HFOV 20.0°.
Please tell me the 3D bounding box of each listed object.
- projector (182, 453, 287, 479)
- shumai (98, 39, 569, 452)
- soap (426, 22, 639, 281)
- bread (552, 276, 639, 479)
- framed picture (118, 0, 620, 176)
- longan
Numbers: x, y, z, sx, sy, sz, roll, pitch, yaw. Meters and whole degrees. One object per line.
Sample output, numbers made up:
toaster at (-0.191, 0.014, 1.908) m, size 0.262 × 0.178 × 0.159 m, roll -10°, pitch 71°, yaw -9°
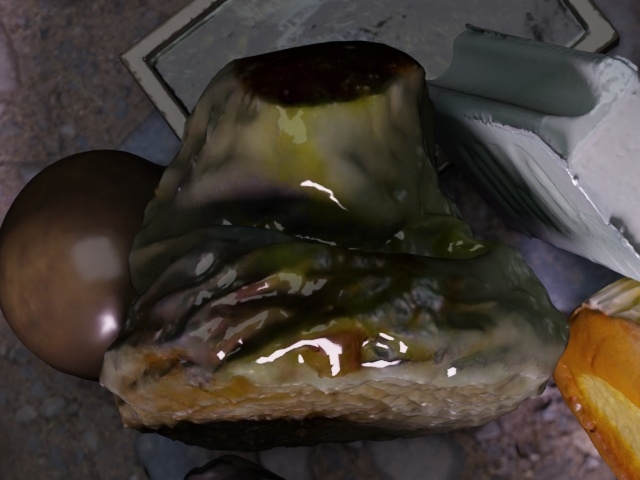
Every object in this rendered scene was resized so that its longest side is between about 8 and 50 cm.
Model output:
projector at (-0.077, 0.406, 1.182) m, size 0.395 × 0.242 × 0.405 m, roll -37°, pitch 67°, yaw 4°
shumai at (0.000, 0.000, 1.253) m, size 0.309 × 0.304 × 0.263 m, roll 2°, pitch 76°, yaw -17°
soap at (0.167, -0.059, 1.241) m, size 0.150 × 0.261 × 0.094 m, roll 43°, pitch 86°, yaw -20°
bread at (0.279, 0.145, 1.211) m, size 0.119 × 0.152 × 0.288 m, roll -31°, pitch 67°, yaw -16°
framed picture at (0.034, -0.150, 1.413) m, size 0.324 × 0.020 × 0.240 m, roll -36°, pitch 79°, yaw 3°
longan at (-0.147, 0.009, 1.367) m, size 0.204 × 0.159 × 0.185 m, roll -32°, pitch 62°, yaw -10°
